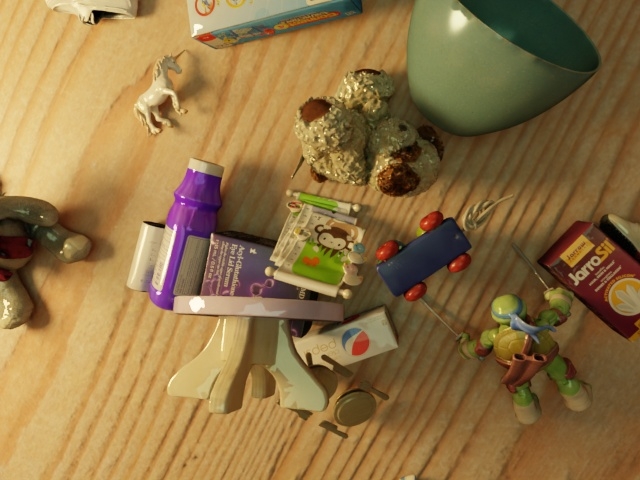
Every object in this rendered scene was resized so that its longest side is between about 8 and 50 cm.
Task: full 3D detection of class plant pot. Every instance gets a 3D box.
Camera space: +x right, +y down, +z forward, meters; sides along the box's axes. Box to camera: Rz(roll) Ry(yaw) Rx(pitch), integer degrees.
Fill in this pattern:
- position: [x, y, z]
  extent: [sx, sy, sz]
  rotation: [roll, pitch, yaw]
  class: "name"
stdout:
- position: [0.251, -0.282, 0.799]
  extent: [0.290, 0.290, 0.195]
  rotation: [38, 135, 4]
  class: "plant pot"

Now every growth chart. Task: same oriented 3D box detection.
- position: [0.000, 0.000, 0.890]
  extent: [0.171, 0.237, 0.021]
  rotation: [9, 136, 4]
  class: "growth chart"

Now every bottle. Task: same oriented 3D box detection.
- position: [-0.250, -0.012, 0.956]
  extent: [0.092, 0.118, 0.283]
  rotation: [13, 97, -25]
  class: "bottle"

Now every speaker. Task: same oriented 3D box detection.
- position: [-0.344, 0.031, 1.007]
  extent: [0.055, 0.055, 0.136]
  rotation: [17, 97, 7]
  class: "speaker"

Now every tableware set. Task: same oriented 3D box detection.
- position: [0.023, 0.283, 0.930]
  extent: [0.194, 0.039, 0.128]
  rotation: [38, 101, -29]
  class: "tableware set"

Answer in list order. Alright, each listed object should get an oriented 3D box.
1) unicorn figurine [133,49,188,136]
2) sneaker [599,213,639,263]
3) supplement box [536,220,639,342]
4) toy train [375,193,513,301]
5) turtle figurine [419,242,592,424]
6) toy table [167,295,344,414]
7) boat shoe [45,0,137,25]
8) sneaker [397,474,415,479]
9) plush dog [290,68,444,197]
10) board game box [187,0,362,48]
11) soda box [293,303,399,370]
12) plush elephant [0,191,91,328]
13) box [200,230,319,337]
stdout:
- position: [-0.305, -0.282, 0.973]
  extent: [0.161, 0.060, 0.111]
  rotation: [-34, 89, 10]
  class: "unicorn figurine"
- position: [0.559, -0.002, 0.866]
  extent: [0.161, 0.057, 0.075]
  rotation: [42, 83, 5]
  class: "sneaker"
- position: [0.486, 0.066, 0.862]
  extent: [0.188, 0.081, 0.104]
  rotation: [43, 100, 4]
  class: "supplement box"
- position: [0.209, -0.007, 0.877]
  extent: [0.248, 0.143, 0.105]
  rotation: [-35, 97, 5]
  class: "toy train"
- position: [0.351, 0.166, 0.883]
  extent: [0.197, 0.274, 0.266]
  rotation: [-34, 110, -12]
  class: "turtle figurine"
- position: [-0.105, 0.173, 0.788]
  extent: [0.274, 0.252, 0.161]
  rotation: [0, 79, 21]
  class: "toy table"
- position: [-0.447, -0.456, 0.986]
  extent: [0.184, 0.066, 0.063]
  rotation: [-1, 93, 0]
  class: "boat shoe"
- position: [0.196, 0.512, 0.959]
  extent: [0.059, 0.053, 0.144]
  rotation: [-39, 89, 8]
  class: "sneaker"
- position: [0.093, -0.147, 0.860]
  extent: [0.225, 0.262, 0.211]
  rotation: [26, 132, 16]
  class: "plush dog"
- position: [-0.095, -0.528, 0.878]
  extent: [0.301, 0.086, 0.309]
  rotation: [-4, 94, 21]
  class: "board game box"
- position: [0.036, 0.195, 0.952]
  extent: [0.216, 0.069, 0.074]
  rotation: [-22, 91, 10]
  class: "soda box"
- position: [-0.664, -0.006, 0.953]
  extent: [0.271, 0.255, 0.330]
  rotation: [-37, 88, 10]
  class: "plush elephant"
- position: [-0.105, 0.076, 0.945]
  extent: [0.206, 0.108, 0.153]
  rotation: [12, 96, 8]
  class: "box"
